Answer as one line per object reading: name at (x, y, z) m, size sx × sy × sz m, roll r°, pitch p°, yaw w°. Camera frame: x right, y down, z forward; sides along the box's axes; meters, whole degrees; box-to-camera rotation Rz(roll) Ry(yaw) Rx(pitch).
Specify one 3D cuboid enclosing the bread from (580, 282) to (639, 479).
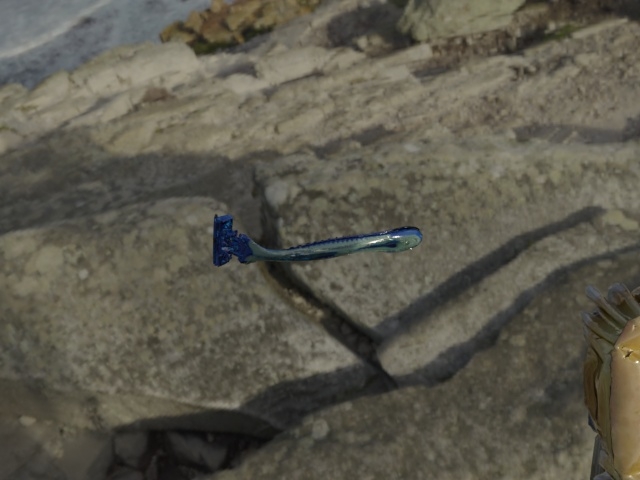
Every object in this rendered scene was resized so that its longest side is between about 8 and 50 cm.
bread at (0.280, 0.091, 0.478) m, size 0.241 × 0.136 × 0.107 m, roll -3°, pitch 3°, yaw 8°

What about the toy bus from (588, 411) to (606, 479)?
toy bus at (0.431, 0.318, 1.070) m, size 0.139 × 0.157 × 0.289 m, roll 12°, pitch 83°, yaw -4°

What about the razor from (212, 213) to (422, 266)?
razor at (0.001, 0.008, 1.249) m, size 0.324 × 0.093 × 0.056 m, roll -1°, pitch 43°, yaw -11°
